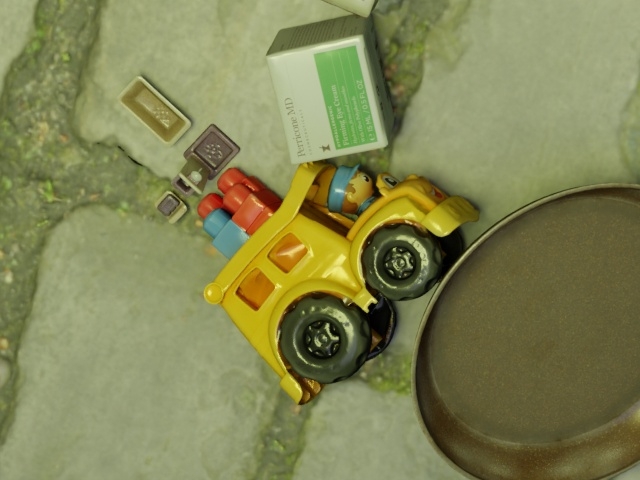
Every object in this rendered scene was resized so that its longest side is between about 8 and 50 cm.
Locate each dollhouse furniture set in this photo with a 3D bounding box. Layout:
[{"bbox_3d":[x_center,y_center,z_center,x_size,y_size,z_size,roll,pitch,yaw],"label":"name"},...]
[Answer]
[{"bbox_3d":[-0.145,-0.077,1.611,0.114,0.081,0.091,43,105,-8],"label":"dollhouse furniture set"}]

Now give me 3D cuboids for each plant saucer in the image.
[{"bbox_3d":[0.217,0.081,1.601,0.311,0.050,0.310,-9,119,-16],"label":"plant saucer"}]

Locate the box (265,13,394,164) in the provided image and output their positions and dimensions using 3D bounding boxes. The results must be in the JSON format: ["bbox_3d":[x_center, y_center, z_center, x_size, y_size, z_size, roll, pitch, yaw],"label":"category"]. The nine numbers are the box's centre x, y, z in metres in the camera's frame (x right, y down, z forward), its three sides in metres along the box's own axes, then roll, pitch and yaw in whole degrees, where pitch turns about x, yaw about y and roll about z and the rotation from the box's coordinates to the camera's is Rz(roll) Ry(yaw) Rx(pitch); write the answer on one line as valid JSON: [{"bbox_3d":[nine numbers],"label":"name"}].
[{"bbox_3d":[0.009,-0.131,1.572,0.087,0.102,0.101,-11,107,10],"label":"box"}]

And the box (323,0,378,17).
[{"bbox_3d":[-0.036,-0.300,1.510,0.232,0.127,0.148,22,108,-2],"label":"box"}]

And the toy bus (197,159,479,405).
[{"bbox_3d":[0.000,0.000,1.605,0.211,0.149,0.220,44,104,7],"label":"toy bus"}]
